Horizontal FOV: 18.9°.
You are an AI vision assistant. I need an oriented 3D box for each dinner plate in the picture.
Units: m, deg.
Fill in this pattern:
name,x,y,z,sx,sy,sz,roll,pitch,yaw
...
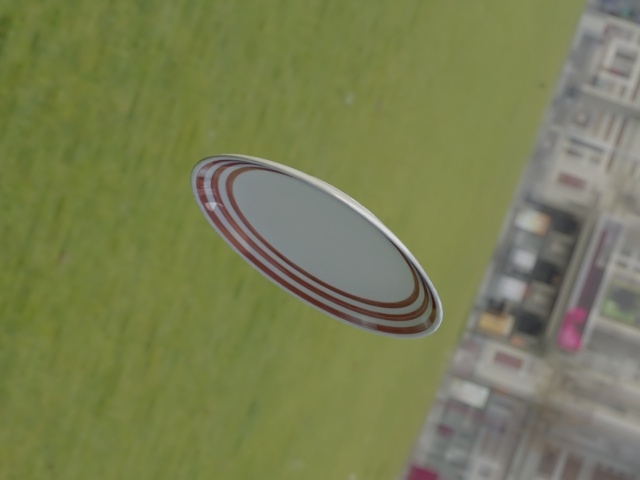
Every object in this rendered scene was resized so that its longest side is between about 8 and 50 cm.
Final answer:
name,x,y,z,sx,sy,sz,roll,pitch,yaw
dinner plate,0.000,0.000,0.930,0.017,0.141,0.141,-55,169,-22
